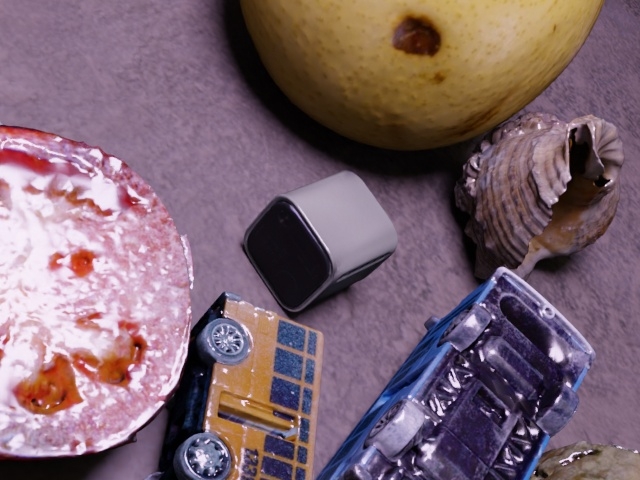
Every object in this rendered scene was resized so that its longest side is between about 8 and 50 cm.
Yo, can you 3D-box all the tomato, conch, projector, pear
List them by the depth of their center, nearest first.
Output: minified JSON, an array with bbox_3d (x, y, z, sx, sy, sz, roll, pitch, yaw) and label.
[{"bbox_3d":[-0.192,0.040,0.561,0.225,0.085,0.225,17,59,-31],"label":"tomato"},{"bbox_3d":[0.000,0.000,0.729,0.082,0.083,0.083,-24,74,-44],"label":"projector"},{"bbox_3d":[0.095,-0.260,0.827,0.348,0.348,0.348,19,50,-24],"label":"pear"},{"bbox_3d":[0.213,-0.043,0.844,0.163,0.245,0.178,16,76,3],"label":"conch"}]

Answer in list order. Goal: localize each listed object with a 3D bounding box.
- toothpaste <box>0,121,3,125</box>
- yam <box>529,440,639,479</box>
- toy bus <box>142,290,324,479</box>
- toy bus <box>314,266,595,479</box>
[{"bbox_3d":[-0.313,-0.040,0.555,0.114,0.073,0.299,50,37,5],"label":"toothpaste"},{"bbox_3d":[0.150,0.280,0.578,0.168,0.168,0.304,46,44,2],"label":"yam"},{"bbox_3d":[-0.055,0.139,0.586,0.103,0.091,0.182,23,47,-20],"label":"toy bus"},{"bbox_3d":[0.097,0.140,0.662,0.116,0.133,0.234,43,50,2],"label":"toy bus"}]
